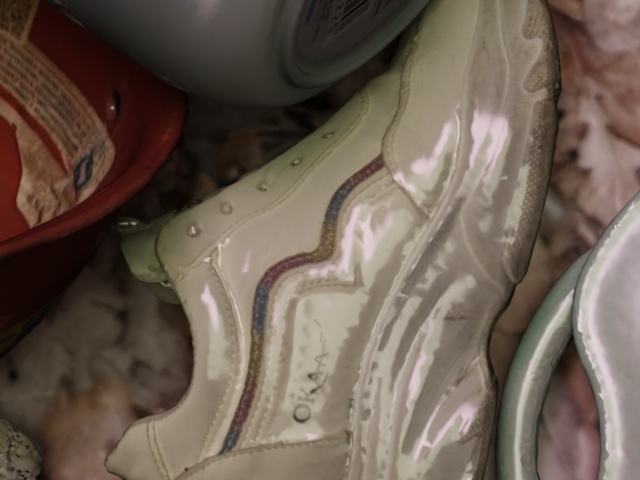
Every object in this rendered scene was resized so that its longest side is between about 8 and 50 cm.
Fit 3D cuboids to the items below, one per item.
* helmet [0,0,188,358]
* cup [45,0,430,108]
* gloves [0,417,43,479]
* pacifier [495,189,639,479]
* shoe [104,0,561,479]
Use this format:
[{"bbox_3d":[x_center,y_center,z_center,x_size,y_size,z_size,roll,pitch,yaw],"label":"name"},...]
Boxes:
[{"bbox_3d":[-0.269,-0.026,0.809,0.337,0.230,0.385,40,41,18],"label":"helmet"},{"bbox_3d":[-0.036,-0.228,0.814,0.274,0.357,0.259,40,118,15],"label":"cup"},{"bbox_3d":[-0.187,0.164,0.875,0.114,0.070,0.153,16,79,7],"label":"gloves"},{"bbox_3d":[0.202,0.097,0.769,0.288,0.269,0.343,-1,76,21],"label":"pacifier"},{"bbox_3d":[0.000,0.000,0.862,0.211,0.132,0.342,13,84,3],"label":"shoe"}]
